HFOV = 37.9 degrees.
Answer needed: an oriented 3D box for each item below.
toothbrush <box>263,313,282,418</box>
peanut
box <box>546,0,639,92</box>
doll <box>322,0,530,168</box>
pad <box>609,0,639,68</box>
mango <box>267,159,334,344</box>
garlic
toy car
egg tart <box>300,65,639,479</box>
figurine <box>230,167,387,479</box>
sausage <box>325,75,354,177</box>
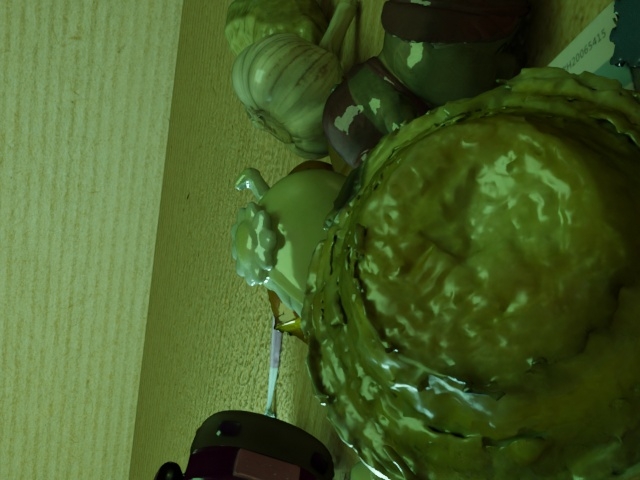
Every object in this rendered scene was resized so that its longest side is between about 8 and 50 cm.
[{"bbox_3d":[-0.077,0.195,1.595,0.025,0.020,0.287,16,103,62],"label":"toothbrush"},{"bbox_3d":[-0.067,-0.333,1.492,0.305,0.147,0.147,-151,66,-65],"label":"peanut"},{"bbox_3d":[0.185,-0.018,0.770,0.343,0.065,0.200,131,138,-62],"label":"box"},{"bbox_3d":[0.109,-0.167,0.891,0.196,0.152,0.256,-98,31,-57],"label":"doll"},{"bbox_3d":[0.276,-0.239,0.522,0.269,0.012,0.269,7,89,60],"label":"pad"},{"bbox_3d":[0.000,0.000,1.213,0.187,0.138,0.257,67,-164,-66],"label":"mango"},{"bbox_3d":[-0.006,-0.241,1.310,0.226,0.199,0.199,-56,14,-12],"label":"garlic"},{"bbox_3d":[-0.104,0.357,1.344,0.240,0.271,0.341,-76,9,-46],"label":"toy car"},{"bbox_3d":[0.109,0.018,0.563,0.116,0.294,0.295,38,-138,-58],"label":"egg tart"},{"bbox_3d":[0.081,0.071,0.704,0.394,0.226,0.274,50,121,23],"label":"figurine"},{"bbox_3d":[0.062,-0.035,1.069,0.134,0.116,0.354,126,146,-64],"label":"sausage"}]
